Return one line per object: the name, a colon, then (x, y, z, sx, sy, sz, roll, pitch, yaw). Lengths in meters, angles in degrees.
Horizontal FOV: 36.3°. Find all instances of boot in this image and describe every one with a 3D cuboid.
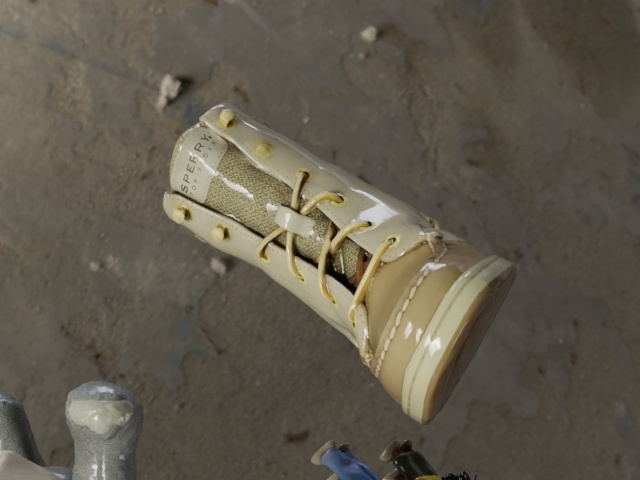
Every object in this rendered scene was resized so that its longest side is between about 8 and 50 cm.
boot: (0.000, 0.000, 0.546, 0.203, 0.095, 0.262, 32, 7, 4)

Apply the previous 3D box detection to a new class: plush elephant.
plush elephant: (-0.314, 0.309, 0.891, 0.255, 0.271, 0.330, -18, 104, -49)

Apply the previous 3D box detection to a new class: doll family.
doll family: (0.069, 0.206, 0.742, 0.193, 0.076, 0.111, 7, 31, -48)

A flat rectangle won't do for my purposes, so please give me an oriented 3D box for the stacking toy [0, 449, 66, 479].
stacking toy: (-0.131, 0.281, 0.604, 0.309, 0.279, 0.130, 26, 51, -5)
